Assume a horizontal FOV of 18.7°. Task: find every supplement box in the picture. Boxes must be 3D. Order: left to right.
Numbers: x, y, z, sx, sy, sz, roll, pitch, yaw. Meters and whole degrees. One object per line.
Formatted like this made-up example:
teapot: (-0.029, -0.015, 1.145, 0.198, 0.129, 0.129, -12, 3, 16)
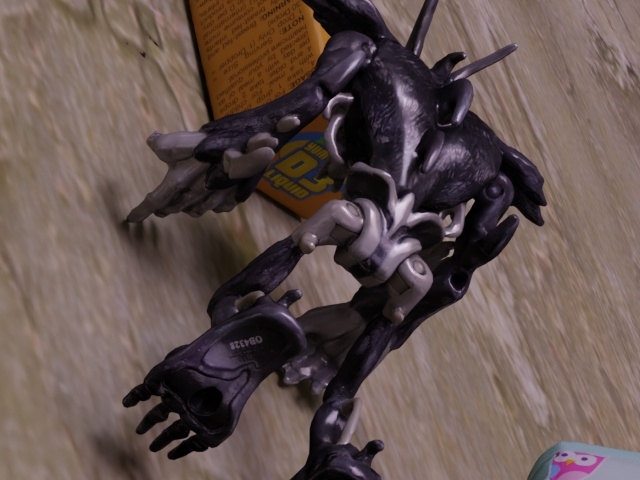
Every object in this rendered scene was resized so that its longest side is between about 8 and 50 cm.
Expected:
supplement box: (-0.022, -0.129, 1.020, 0.078, 0.080, 0.233, 33, 32, -44)

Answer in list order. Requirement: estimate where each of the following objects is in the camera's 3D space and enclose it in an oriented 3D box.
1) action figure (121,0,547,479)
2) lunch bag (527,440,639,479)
action figure: (0.000, 0.000, 0.829, 0.164, 0.141, 0.275, 47, 41, -20)
lunch bag: (0.191, 0.229, 0.910, 0.262, 0.160, 0.223, 41, 30, -12)
